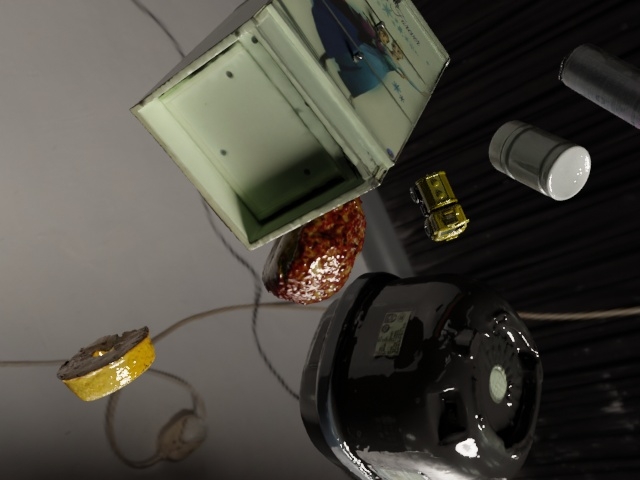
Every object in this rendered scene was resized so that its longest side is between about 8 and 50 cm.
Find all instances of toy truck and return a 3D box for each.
[{"bbox_3d":[0.152,-0.042,1.148,0.049,0.054,0.083,-20,76,-7],"label":"toy truck"}]

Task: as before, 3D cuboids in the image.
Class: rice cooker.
[{"bbox_3d":[0.122,0.166,1.048,0.267,0.225,0.267,9,79,-49],"label":"rice cooker"}]

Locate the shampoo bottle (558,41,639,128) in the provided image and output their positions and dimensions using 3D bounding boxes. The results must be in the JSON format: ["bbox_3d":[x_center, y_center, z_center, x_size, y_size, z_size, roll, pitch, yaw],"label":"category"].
[{"bbox_3d":[0.413,-0.186,1.176,0.072,0.072,0.214,-6,37,-40],"label":"shampoo bottle"}]

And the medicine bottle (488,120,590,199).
[{"bbox_3d":[0.221,-0.083,0.918,0.058,0.091,0.058,-15,121,-27],"label":"medicine bottle"}]

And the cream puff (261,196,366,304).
[{"bbox_3d":[0.000,0.000,0.927,0.084,0.149,0.149,24,59,-9],"label":"cream puff"}]

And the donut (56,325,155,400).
[{"bbox_3d":[-0.225,0.133,0.953,0.097,0.108,0.043,-42,110,-45],"label":"donut"}]

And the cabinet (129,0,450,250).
[{"bbox_3d":[-0.014,-0.126,0.717,0.145,0.150,0.206,51,37,-17],"label":"cabinet"}]
